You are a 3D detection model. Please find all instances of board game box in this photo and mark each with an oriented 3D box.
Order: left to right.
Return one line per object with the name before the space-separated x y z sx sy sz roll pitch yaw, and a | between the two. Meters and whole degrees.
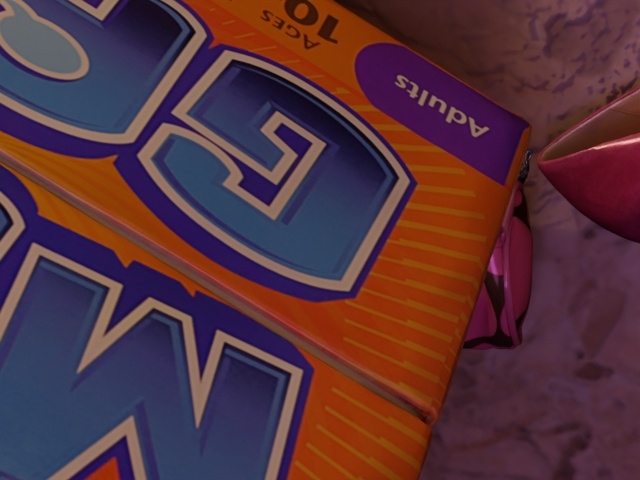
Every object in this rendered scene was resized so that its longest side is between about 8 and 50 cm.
board game box | -0.189 0.074 0.575 0.357 0.356 0.356 31 132 -5

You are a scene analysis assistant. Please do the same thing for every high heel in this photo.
high heel | 0.204 -0.095 0.676 0.117 0.082 0.244 27 124 -6

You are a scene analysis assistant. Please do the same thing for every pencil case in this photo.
pencil case | 0.000 0.000 0.744 0.209 0.098 0.095 2 71 12
